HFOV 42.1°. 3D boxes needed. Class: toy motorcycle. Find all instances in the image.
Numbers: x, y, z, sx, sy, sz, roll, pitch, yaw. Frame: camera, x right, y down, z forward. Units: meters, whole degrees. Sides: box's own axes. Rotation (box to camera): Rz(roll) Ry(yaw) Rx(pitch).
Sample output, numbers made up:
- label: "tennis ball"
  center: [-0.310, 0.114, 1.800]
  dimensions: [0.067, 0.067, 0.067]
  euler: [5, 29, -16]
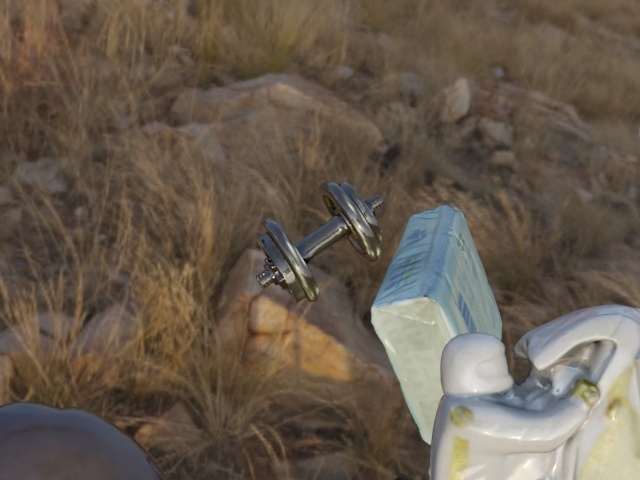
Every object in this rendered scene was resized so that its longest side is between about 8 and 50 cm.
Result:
- label: "toy motorcycle"
  center: [0.105, 0.109, 0.377]
  dimensions: [0.151, 0.229, 0.074]
  euler: [38, 1, 1]

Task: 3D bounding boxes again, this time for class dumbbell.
- label: "dumbbell"
  center: [0.000, 0.000, 1.615]
  dimensions: [0.290, 0.192, 0.192]
  euler: [-34, 47, -7]

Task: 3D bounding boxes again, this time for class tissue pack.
- label: "tissue pack"
  center: [0.137, 0.087, 0.931]
  dimensions: [0.089, 0.177, 0.263]
  euler: [-17, 17, 19]

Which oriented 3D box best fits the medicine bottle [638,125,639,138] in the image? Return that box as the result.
- label: "medicine bottle"
  center: [0.457, -0.126, 0.821]
  dimensions: [0.260, 0.095, 0.095]
  euler: [10, 28, 22]

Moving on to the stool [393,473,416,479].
- label: "stool"
  center: [0.133, 0.476, 1.232]
  dimensions: [0.141, 0.232, 0.232]
  euler: [34, 28, -16]

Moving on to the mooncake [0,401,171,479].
- label: "mooncake"
  center: [-0.262, 0.313, 0.711]
  dimensions: [0.324, 0.187, 0.324]
  euler: [24, 44, -25]
